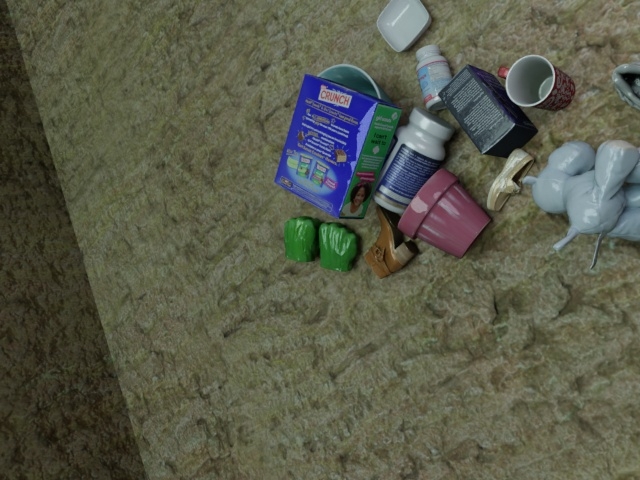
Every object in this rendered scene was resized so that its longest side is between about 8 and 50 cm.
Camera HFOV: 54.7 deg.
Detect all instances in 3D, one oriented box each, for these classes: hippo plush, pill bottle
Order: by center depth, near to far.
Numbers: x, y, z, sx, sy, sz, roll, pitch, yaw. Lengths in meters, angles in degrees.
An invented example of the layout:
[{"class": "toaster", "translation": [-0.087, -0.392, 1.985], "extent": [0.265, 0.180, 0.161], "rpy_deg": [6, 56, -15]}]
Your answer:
[{"class": "hippo plush", "translation": [0.604, -0.097, 1.389], "extent": [0.294, 0.234, 0.236], "rpy_deg": [-61, 24, 7]}, {"class": "pill bottle", "translation": [0.307, -0.438, 1.665], "extent": [0.087, 0.087, 0.160], "rpy_deg": [-22, 77, 39]}, {"class": "pill bottle", "translation": [0.244, -0.217, 1.685], "extent": [0.153, 0.153, 0.265], "rpy_deg": [44, 118, 30]}]

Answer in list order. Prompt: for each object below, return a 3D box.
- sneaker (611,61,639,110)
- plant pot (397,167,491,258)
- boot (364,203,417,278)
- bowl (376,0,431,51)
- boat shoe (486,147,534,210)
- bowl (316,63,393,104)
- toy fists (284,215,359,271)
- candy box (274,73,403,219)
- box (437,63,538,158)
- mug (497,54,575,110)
[{"class": "sneaker", "translation": [0.735, -0.283, 1.291], "extent": [0.292, 0.118, 0.110], "rpy_deg": [41, 115, 30]}, {"class": "plant pot", "translation": [0.331, -0.056, 1.606], "extent": [0.180, 0.201, 0.201], "rpy_deg": [39, 117, 15]}, {"class": "boot", "translation": [0.179, 0.003, 1.806], "extent": [0.152, 0.073, 0.197], "rpy_deg": [-43, 63, 38]}, {"class": "bowl", "translation": [0.240, -0.613, 1.737], "extent": [0.142, 0.053, 0.142], "rpy_deg": [-44, 65, 32]}, {"class": "boat shoe", "translation": [0.476, -0.144, 1.550], "extent": [0.059, 0.063, 0.170], "rpy_deg": [39, 115, 39]}, {"class": "bowl", "translation": [0.098, -0.338, 1.798], "extent": [0.311, 0.163, 0.312], "rpy_deg": [1, 92, 40]}, {"class": "toy fists", "translation": [0.000, 0.000, 1.944], "extent": [0.279, 0.096, 0.142], "rpy_deg": [13, 110, 38]}, {"class": "candy box", "translation": [0.040, -0.254, 1.667], "extent": [0.268, 0.122, 0.317], "rpy_deg": [32, 113, 36]}, {"class": "box", "translation": [0.415, -0.317, 1.537], "extent": [0.108, 0.153, 0.207], "rpy_deg": [-45, 66, 32]}, {"class": "mug", "translation": [0.509, -0.372, 1.442], "extent": [0.113, 0.169, 0.150], "rpy_deg": [-45, 64, 33]}]
